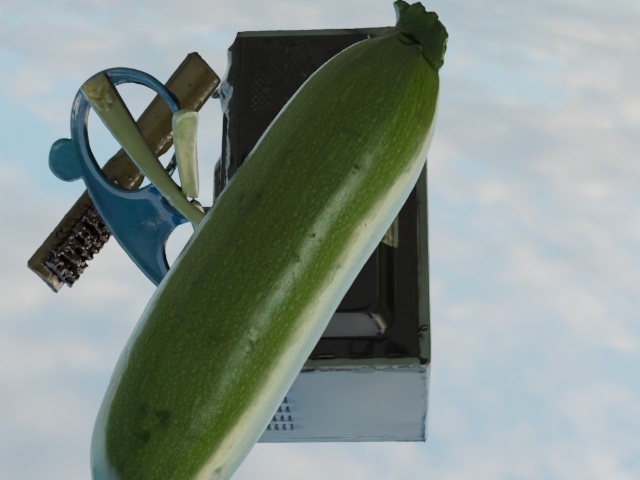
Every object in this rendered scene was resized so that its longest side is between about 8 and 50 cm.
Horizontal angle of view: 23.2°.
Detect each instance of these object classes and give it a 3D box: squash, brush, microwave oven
[{"bbox_3d":[-0.029,0.013,0.986,0.107,0.395,0.107,28,162,10],"label":"squash"},{"bbox_3d":[-0.164,-0.061,1.361,0.036,0.248,0.043,15,152,48],"label":"brush"},{"bbox_3d":[0.000,0.000,1.555,0.218,0.355,0.286,-1,158,4],"label":"microwave oven"}]

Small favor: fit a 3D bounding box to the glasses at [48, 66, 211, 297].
[{"bbox_3d":[-0.087,-0.033,1.208,0.102,0.239,0.207,-42,-161,-31],"label":"glasses"}]
